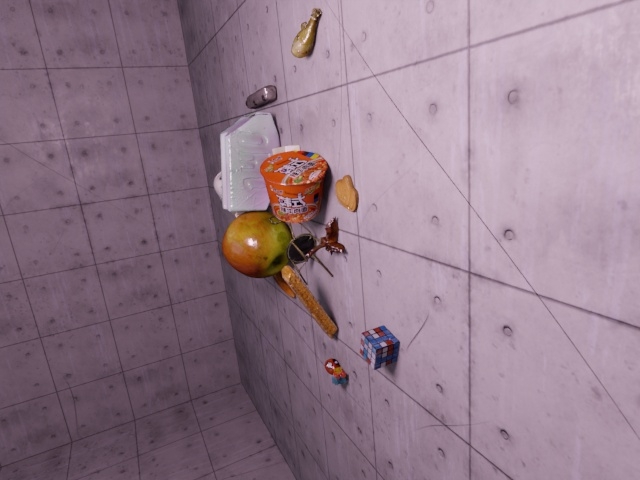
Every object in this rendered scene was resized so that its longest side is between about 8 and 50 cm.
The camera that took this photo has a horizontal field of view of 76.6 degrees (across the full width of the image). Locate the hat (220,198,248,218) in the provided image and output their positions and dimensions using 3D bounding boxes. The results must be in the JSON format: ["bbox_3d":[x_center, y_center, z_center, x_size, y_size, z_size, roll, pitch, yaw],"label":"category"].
[{"bbox_3d":[-0.423,-0.232,2.221,0.244,0.149,0.214,61,-153,-28],"label":"hat"}]

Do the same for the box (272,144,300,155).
[{"bbox_3d":[-0.136,-0.281,1.771,0.164,0.069,0.256,17,116,62],"label":"box"}]

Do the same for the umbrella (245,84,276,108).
[{"bbox_3d":[-0.291,-0.672,1.918,0.337,0.067,0.073,17,104,62],"label":"umbrella"}]

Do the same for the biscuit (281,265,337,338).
[{"bbox_3d":[-0.041,0.257,1.663,0.378,0.054,0.094,56,169,-27],"label":"biscuit"}]

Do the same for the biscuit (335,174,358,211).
[{"bbox_3d":[0.088,-0.170,1.403,0.140,0.023,0.118,43,139,52],"label":"biscuit"}]

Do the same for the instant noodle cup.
[{"bbox_3d":[-0.094,-0.200,1.541,0.250,0.251,0.192,52,154,44],"label":"instant noodle cup"}]

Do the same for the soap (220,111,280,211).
[{"bbox_3d":[-0.324,-0.365,1.892,0.156,0.262,0.445,-161,69,-65],"label":"soap"}]

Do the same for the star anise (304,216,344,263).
[{"bbox_3d":[0.003,0.007,1.534,0.158,0.145,0.140,127,136,-60],"label":"star anise"}]

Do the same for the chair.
[{"bbox_3d":[-0.078,0.024,1.701,0.326,0.160,0.170,42,140,44],"label":"chair"}]

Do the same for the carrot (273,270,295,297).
[{"bbox_3d":[-0.206,0.224,2.188,0.062,0.066,0.271,35,-163,-55],"label":"carrot"}]

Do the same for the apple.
[{"bbox_3d":[-0.296,0.024,1.962,0.340,0.340,0.339,40,136,53],"label":"apple"}]

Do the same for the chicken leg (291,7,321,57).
[{"bbox_3d":[-0.048,-0.712,1.390,0.178,0.070,0.093,-50,50,51],"label":"chicken leg"}]

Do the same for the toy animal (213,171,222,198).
[{"bbox_3d":[-0.408,-0.319,2.132,0.174,0.290,0.248,147,129,-66],"label":"toy animal"}]

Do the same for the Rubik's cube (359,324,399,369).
[{"bbox_3d":[0.194,0.353,1.342,0.092,0.092,0.092,43,139,50],"label":"Rubik's cube"}]

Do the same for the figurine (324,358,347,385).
[{"bbox_3d":[0.065,0.566,1.759,0.140,0.068,0.074,-138,39,-61],"label":"figurine"}]
